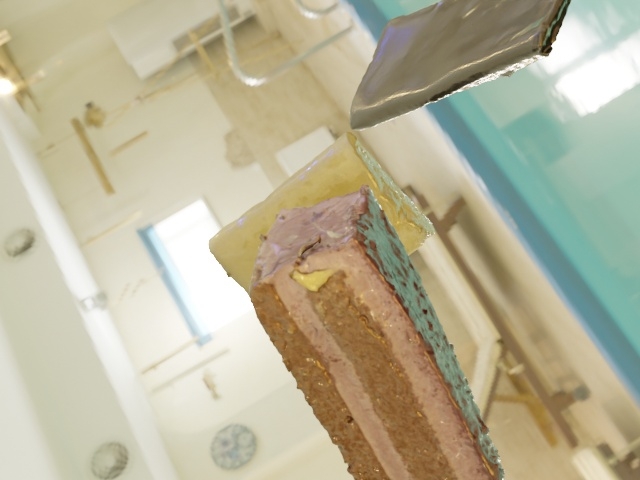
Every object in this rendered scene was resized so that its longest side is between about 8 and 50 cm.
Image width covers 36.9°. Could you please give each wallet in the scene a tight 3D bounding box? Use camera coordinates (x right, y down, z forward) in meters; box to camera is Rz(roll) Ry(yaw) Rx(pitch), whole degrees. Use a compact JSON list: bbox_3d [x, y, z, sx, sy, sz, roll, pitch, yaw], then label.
[{"bbox_3d":[0.128,-0.187,0.878,0.030,0.146,0.285,33,157,-24],"label":"wallet"}]

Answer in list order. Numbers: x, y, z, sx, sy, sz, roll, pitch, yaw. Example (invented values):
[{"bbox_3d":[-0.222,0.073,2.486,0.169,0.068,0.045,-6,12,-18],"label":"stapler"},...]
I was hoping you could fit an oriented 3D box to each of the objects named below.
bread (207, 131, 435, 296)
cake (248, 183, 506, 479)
[{"bbox_3d":[0.000,0.000,0.909,0.139,0.178,0.060,45,-163,-22],"label":"bread"},{"bbox_3d":[0.042,0.103,0.750,0.295,0.116,0.113,63,-157,-3],"label":"cake"}]
